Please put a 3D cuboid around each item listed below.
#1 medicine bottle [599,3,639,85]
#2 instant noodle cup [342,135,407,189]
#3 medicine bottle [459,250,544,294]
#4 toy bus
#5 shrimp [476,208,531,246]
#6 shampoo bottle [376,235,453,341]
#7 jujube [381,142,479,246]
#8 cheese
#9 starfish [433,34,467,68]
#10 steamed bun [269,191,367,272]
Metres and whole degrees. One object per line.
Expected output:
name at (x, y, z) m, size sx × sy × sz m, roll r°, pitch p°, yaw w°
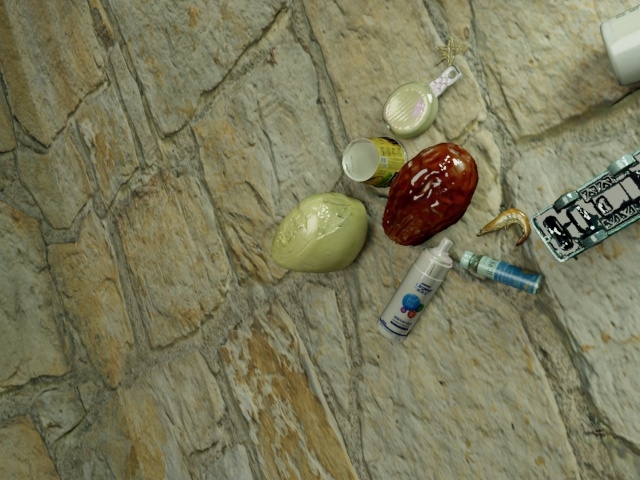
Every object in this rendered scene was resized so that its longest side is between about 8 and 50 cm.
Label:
medicine bottle at (0.684, -0.408, 0.984) m, size 0.252 × 0.145 × 0.144 m, roll -18°, pitch 82°, yaw 37°
instant noodle cup at (0.140, -0.214, 1.393) m, size 0.152 × 0.122 × 0.151 m, roll 1°, pitch 91°, yaw 36°
medicine bottle at (0.433, 0.076, 1.248) m, size 0.191 × 0.051 × 0.051 m, roll 20°, pitch 105°, yaw 32°
toy bus at (0.584, -0.067, 1.073) m, size 0.256 × 0.147 × 0.128 m, roll -37°, pitch 71°, yaw 26°
shrimp at (0.441, -0.022, 1.252) m, size 0.127 × 0.025 × 0.091 m, roll -25°, pitch 80°, yaw 31°
shampoo bottle at (0.256, 0.123, 1.352) m, size 0.092 × 0.092 × 0.303 m, roll 40°, pitch 114°, yaw 26°
jujube at (0.262, -0.106, 1.273) m, size 0.197 × 0.197 × 0.290 m, roll 52°, pitch 134°, yaw 21°
cheese at (0.262, -0.361, 1.333) m, size 0.227 × 0.064 × 0.137 m, roll -38°, pitch 75°, yaw 32°
starfish at (0.327, -0.472, 1.309) m, size 0.086 × 0.016 × 0.092 m, roll 0°, pitch 87°, yaw 37°
steamed bun at (0.000, 0.000, 1.441) m, size 0.273 × 0.232 × 0.166 m, roll -50°, pitch 60°, yaw 28°
